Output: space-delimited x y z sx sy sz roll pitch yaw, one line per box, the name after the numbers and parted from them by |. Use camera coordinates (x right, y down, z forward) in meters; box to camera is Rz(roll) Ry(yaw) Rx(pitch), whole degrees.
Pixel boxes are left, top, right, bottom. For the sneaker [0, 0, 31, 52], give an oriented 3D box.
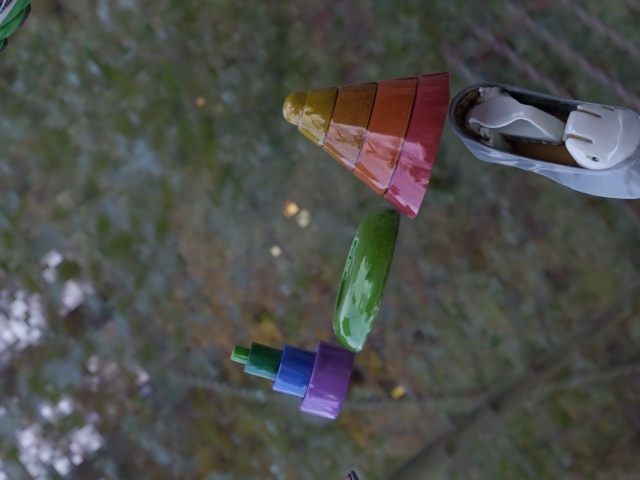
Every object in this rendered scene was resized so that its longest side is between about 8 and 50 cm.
-0.323 -0.143 1.104 0.146 0.343 0.134 23 -132 -76 | sneaker

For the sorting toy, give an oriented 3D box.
0.000 0.000 1.521 0.126 0.366 0.127 16 -141 -4 | sorting toy

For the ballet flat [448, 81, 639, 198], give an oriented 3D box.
0.190 -0.080 1.429 0.213 0.072 0.068 13 165 38 | ballet flat

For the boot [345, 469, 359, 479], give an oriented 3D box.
-0.004 0.305 1.996 0.037 0.114 0.106 -101 -1 -63 | boot
